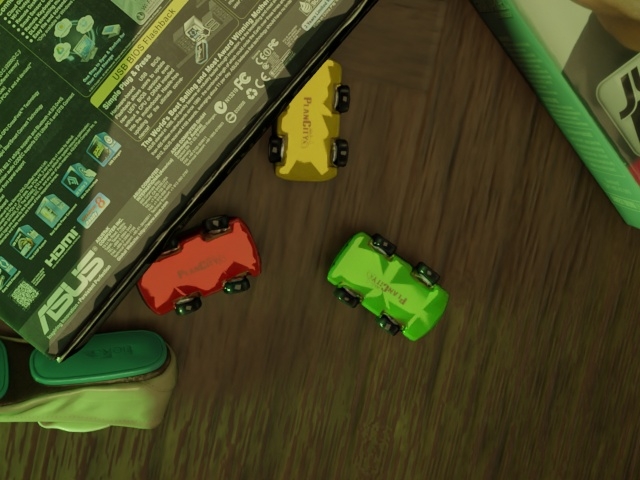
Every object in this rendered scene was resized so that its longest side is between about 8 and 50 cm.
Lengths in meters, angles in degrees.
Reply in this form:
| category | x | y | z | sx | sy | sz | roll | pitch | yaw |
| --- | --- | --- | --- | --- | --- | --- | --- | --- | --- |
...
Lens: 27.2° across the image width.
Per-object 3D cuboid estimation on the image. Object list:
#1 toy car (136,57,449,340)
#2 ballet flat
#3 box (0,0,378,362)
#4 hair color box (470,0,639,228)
| category | x | y | z | sx | sy | sz | roll | pitch | yaw |
| --- | --- | --- | --- | --- | --- | --- | --- | --- | --- |
| toy car | 0.000 | 0.000 | 1.051 | 0.225 | 0.053 | 0.239 | 36 | 93 | -11 |
| ballet flat | -0.235 | 0.117 | 1.028 | 0.248 | 0.086 | 0.086 | 2 | 98 | -9 |
| box | -0.177 | -0.161 | 0.959 | 0.318 | 0.097 | 0.395 | 40 | 91 | -2 |
| hair color box | 0.226 | -0.205 | 1.020 | 0.185 | 0.113 | 0.374 | -37 | 100 | -1 |
